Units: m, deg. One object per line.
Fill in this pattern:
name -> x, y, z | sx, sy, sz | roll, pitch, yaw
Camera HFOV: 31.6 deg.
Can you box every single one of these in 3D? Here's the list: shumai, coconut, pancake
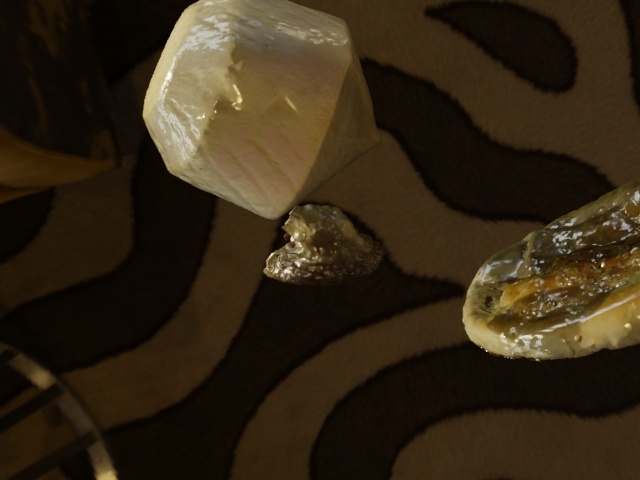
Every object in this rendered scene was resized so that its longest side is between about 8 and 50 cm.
shumai -> 0.009, 0.008, 1.383 | 0.139, 0.123, 0.105 | 15, 97, -2
coconut -> -0.065, -0.184, 1.531 | 0.328, 0.329, 0.329 | 0, 92, 7
pancake -> 0.359, 0.034, 1.509 | 0.386, 0.387, 0.082 | -26, 108, 7
